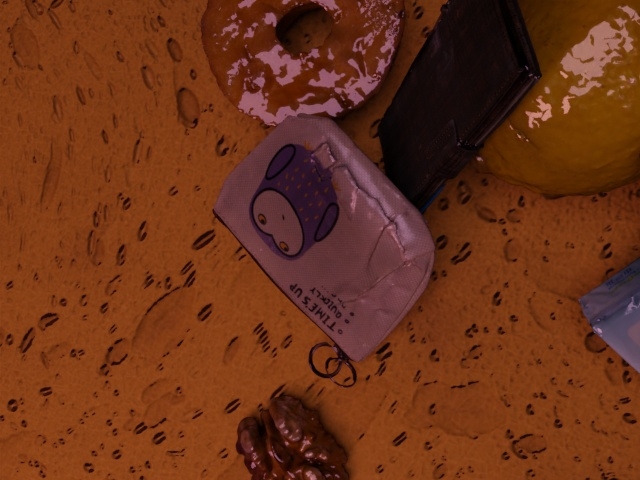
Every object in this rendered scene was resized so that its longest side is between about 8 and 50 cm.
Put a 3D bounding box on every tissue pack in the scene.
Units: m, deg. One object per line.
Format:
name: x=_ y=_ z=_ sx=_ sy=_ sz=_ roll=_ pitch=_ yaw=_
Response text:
tissue pack: x=0.463 y=0.058 z=0.775 sx=0.177 sy=0.089 sz=0.263 roll=41 pitch=110 yaw=-14

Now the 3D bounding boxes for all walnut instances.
walnut: x=-0.044 y=0.307 z=0.931 sx=0.143 sy=0.069 sz=0.170 roll=-37 pitch=83 yaw=7

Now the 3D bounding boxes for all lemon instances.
lemon: x=0.312 y=-0.183 z=0.780 sx=0.268 sy=0.268 sz=0.322 roll=45 pitch=114 yaw=11

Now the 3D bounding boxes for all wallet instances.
wallet: x=0.001 y=0.000 z=0.890 sx=0.335 sy=0.068 sz=0.275 roll=48 pitch=125 yaw=11
wallet: x=0.143 y=-0.158 z=0.787 sx=0.044 sy=0.317 sz=0.169 roll=0 pitch=64 yaw=-18

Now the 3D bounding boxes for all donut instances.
donut: x=-0.014 y=-0.281 z=0.931 sx=0.278 sy=0.108 sz=0.277 roll=0 pitch=88 yaw=13
